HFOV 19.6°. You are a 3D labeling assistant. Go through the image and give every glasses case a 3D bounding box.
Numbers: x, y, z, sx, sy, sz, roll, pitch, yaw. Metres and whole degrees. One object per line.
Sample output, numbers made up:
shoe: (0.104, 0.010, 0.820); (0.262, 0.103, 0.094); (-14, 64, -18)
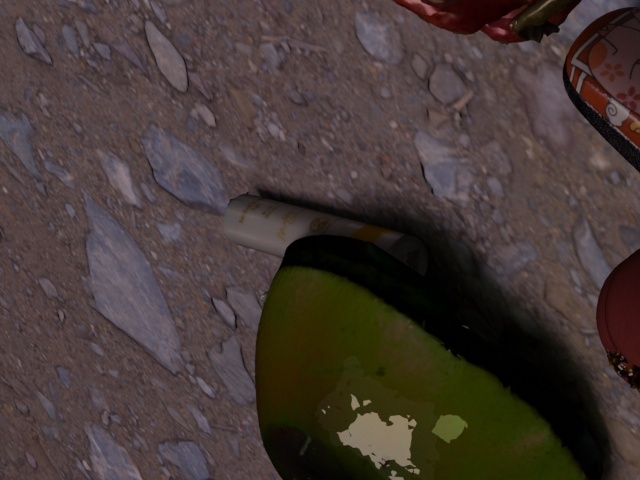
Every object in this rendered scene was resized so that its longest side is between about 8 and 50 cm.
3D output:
glasses case: (0.287, -0.064, 1.319); (0.267, 0.103, 0.067); (43, 151, 16)

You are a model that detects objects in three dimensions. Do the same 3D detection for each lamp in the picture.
lamp: (0.302, 0.069, 1.426); (0.182, 0.140, 0.182); (36, 165, 11)

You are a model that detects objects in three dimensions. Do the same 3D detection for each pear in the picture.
pear: (0.069, 0.194, 1.810); (0.399, 0.165, 0.399); (34, 157, 17)

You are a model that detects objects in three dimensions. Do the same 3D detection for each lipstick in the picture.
lipstick: (0.000, 0.000, 1.868); (0.264, 0.059, 0.059); (15, 134, 50)

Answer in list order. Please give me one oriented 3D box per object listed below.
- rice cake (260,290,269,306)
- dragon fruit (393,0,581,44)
rice cake: (-0.026, 0.063, 2.016); (0.121, 0.022, 0.021); (-2, 112, 56)
dragon fruit: (0.086, -0.267, 1.182); (0.296, 0.314, 0.263); (52, 156, 2)
